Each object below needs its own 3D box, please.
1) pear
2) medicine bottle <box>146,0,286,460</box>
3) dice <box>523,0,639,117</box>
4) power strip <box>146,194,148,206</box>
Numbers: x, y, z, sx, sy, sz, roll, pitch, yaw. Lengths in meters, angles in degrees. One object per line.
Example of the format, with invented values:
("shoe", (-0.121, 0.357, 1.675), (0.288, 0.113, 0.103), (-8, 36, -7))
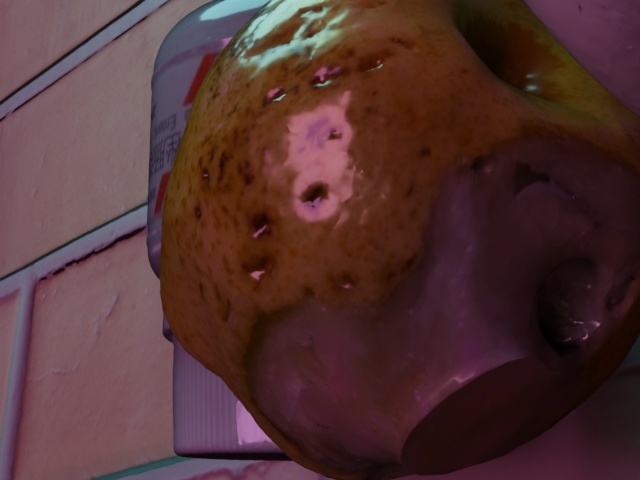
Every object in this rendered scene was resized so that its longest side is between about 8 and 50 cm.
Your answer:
("pear", (0.043, -0.005, 0.631), (0.271, 0.271, 0.271), (-25, 55, 42))
("medicine bottle", (0.000, 0.000, 0.869), (0.245, 0.245, 0.306), (-13, 73, 47))
("dice", (0.228, -0.234, 0.559), (0.304, 0.277, 0.304), (-42, 41, 32))
("power strip", (-0.061, -0.085, 1.136), (0.338, 0.058, 0.098), (-46, 44, 28))
